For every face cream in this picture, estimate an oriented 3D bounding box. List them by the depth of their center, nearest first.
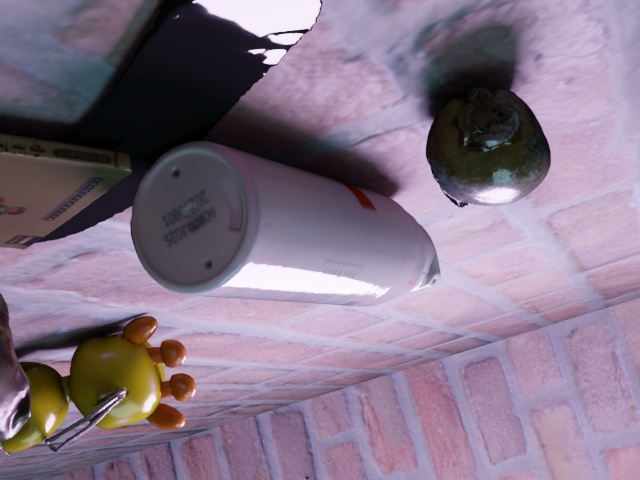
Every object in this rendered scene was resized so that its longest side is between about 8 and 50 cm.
[{"bbox_3d":[0.000,0.000,0.696,0.102,0.102,0.345,-22,166,23],"label":"face cream"}]

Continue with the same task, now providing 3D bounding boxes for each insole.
[{"bbox_3d":[-0.117,-0.061,0.542,0.119,0.009,0.348,-6,163,-38],"label":"insole"}]

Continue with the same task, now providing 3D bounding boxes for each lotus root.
[{"bbox_3d":[0.119,-0.062,0.646,0.088,0.088,0.165,-18,175,9],"label":"lotus root"}]

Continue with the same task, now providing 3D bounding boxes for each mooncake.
[{"bbox_3d":[-0.292,0.101,0.722,0.073,0.130,0.125,-26,165,27],"label":"mooncake"}]

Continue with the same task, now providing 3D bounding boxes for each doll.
[{"bbox_3d":[-0.255,0.165,1.025,0.221,0.142,0.135,-10,-166,2],"label":"doll"}]

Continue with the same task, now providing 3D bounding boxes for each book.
[{"bbox_3d":[-0.226,-0.029,0.503,0.199,0.016,0.138,6,156,-45],"label":"book"}]
